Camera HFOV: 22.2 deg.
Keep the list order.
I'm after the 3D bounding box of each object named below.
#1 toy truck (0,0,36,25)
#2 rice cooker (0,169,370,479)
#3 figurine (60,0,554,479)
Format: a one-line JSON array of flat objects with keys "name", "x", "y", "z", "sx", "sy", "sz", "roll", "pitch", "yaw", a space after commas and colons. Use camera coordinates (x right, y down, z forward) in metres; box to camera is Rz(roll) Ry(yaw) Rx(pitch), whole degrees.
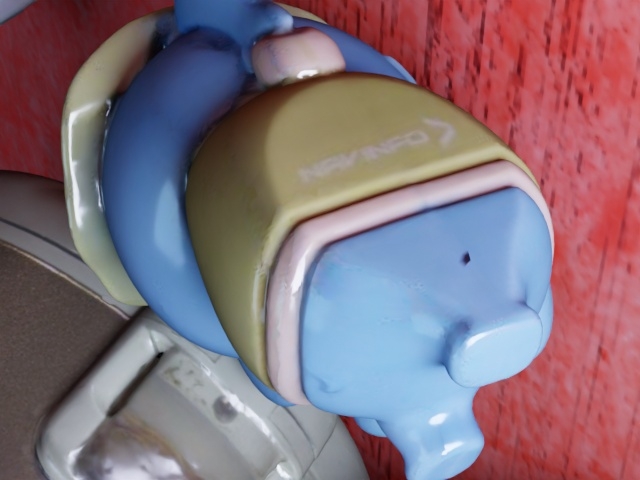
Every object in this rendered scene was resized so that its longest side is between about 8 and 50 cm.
[{"name": "toy truck", "x": -0.256, "y": -0.112, "z": 0.751, "sx": 0.136, "sy": 0.305, "sz": 0.162, "roll": 4, "pitch": 128, "yaw": 55}, {"name": "rice cooker", "x": -0.157, "y": 0.146, "z": 0.808, "sx": 0.335, "sy": 0.325, "sz": 0.335, "roll": 29, "pitch": 148, "yaw": 20}, {"name": "figurine", "x": -0.003, "y": 0.000, "z": 0.612, "sx": 0.262, "sy": 0.154, "sz": 0.180, "roll": 50, "pitch": 177, "yaw": 43}]
